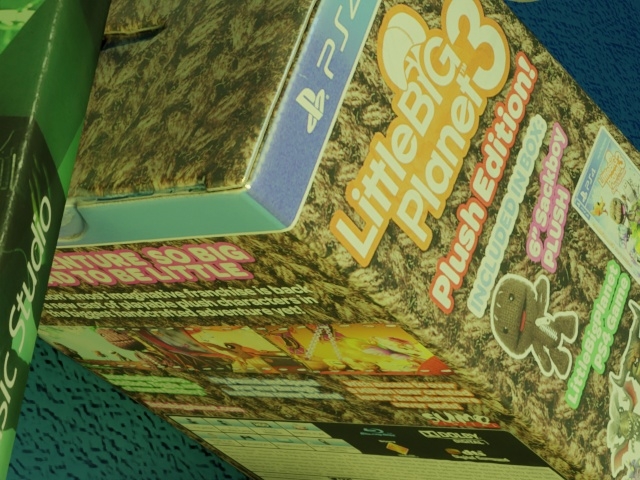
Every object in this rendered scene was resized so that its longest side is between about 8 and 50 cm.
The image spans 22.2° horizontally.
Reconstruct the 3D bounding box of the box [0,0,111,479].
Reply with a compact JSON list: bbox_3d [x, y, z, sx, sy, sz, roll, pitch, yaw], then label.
[{"bbox_3d":[-0.206,-0.002,0.549,0.058,0.232,0.322,76,16,-56],"label":"box"}]

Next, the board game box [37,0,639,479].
[{"bbox_3d":[0.000,0.000,0.708,0.291,0.232,0.141,40,60,-38],"label":"board game box"}]
